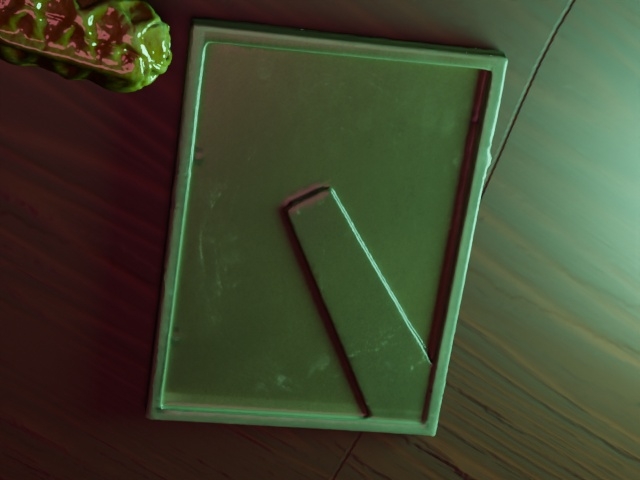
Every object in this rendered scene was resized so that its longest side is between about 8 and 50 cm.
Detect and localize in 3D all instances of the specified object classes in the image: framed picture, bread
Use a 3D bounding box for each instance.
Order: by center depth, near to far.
[{"bbox_3d":[-0.270,-0.208,1.459,0.270,0.087,0.098,15,110,-13],"label":"bread"},{"bbox_3d":[0.000,0.000,1.620,0.326,0.028,0.446,5,113,-10],"label":"framed picture"}]
